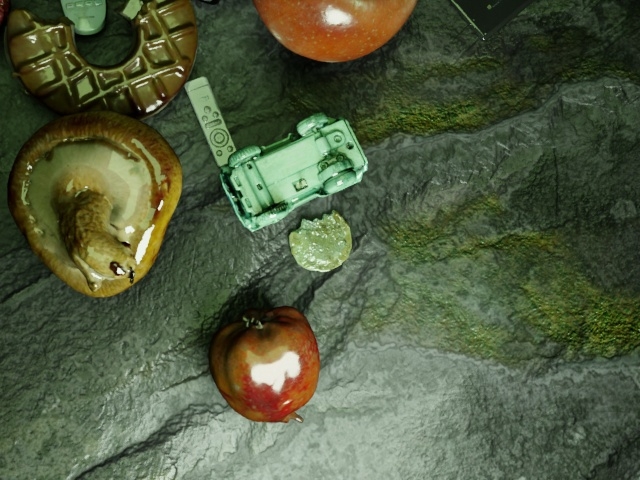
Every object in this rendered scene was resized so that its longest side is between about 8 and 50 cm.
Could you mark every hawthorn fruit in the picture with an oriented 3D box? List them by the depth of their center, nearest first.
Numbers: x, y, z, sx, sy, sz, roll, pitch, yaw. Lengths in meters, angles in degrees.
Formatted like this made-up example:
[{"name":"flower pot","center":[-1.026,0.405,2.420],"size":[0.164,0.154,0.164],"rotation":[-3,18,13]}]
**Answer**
[{"name":"hawthorn fruit","center":[-0.090,0.250,1.704],"size":[0.208,0.208,0.248],"rotation":[-23,110,-11]}]

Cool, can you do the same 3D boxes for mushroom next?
[{"name":"mushroom","center":[-0.406,-0.073,1.653],"size":[0.345,0.259,0.346],"rotation":[0,95,5]}]

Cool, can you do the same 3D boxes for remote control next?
[{"name":"remote control","center":[-0.483,-0.528,1.825],"size":[0.097,0.045,0.256],"rotation":[-8,80,-13]},{"name":"remote control","center":[-0.219,-0.238,1.835],"size":[0.049,0.027,0.184],"rotation":[-23,90,-10]}]

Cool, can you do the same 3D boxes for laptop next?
[{"name":"laptop","center":[0.383,-0.538,1.976],"size":[0.197,0.016,0.135],"rotation":[-41,91,-12]}]

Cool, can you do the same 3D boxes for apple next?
[{"name":"apple","center":[0.031,-0.518,1.767],"size":[0.348,0.277,0.349],"rotation":[1,89,-24]}]

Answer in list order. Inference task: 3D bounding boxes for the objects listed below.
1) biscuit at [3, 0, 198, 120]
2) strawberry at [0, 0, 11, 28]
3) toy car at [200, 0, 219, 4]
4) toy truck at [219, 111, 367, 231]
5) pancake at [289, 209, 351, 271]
[{"name":"biscuit","center":[-0.406,-0.352,1.750],"size":[0.366,0.115,0.268],"rotation":[-21,101,-11]},{"name":"strawberry","center":[-0.691,-0.466,1.692],"size":[0.220,0.274,0.274],"rotation":[26,77,-36]},{"name":"toy car","center":[-0.251,-0.606,1.819],"size":[0.301,0.118,0.193],"rotation":[27,69,-14]},{"name":"toy truck","center":[-0.052,-0.133,1.776],"size":[0.278,0.156,0.155],"rotation":[-26,86,-11]},{"name":"pancake","center":[0.003,0.005,1.833],"size":[0.129,0.022,0.116],"rotation":[-16,87,-11]}]
